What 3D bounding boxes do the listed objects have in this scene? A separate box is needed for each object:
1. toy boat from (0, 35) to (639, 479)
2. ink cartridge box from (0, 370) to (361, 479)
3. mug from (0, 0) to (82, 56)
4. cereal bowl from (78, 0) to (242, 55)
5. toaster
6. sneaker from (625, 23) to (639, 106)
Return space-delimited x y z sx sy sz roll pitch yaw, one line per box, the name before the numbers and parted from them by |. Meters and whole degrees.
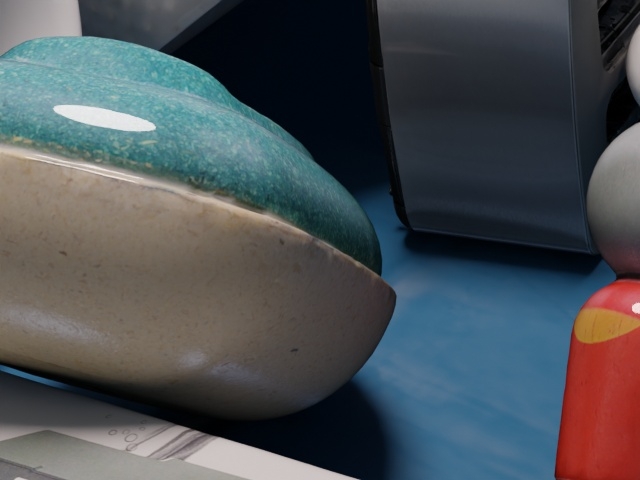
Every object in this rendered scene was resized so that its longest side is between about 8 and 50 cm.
toy boat | 0.000 0.000 0.690 0.318 0.148 0.267 12 -8 7
ink cartridge box | -0.101 0.148 0.560 0.273 0.114 0.198 12 37 33
mug | -0.353 -0.077 0.829 0.328 0.276 0.374 3 12 43
cereal bowl | -0.021 -0.229 0.980 0.339 0.141 0.339 -37 5 4
toaster | 0.097 -0.098 0.851 0.110 0.168 0.185 10 36 29
sneaker | 0.277 -0.104 0.786 0.290 0.123 0.106 -4 54 -8
